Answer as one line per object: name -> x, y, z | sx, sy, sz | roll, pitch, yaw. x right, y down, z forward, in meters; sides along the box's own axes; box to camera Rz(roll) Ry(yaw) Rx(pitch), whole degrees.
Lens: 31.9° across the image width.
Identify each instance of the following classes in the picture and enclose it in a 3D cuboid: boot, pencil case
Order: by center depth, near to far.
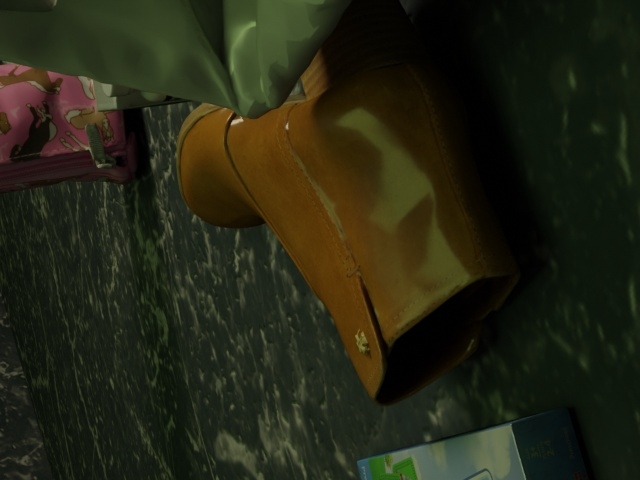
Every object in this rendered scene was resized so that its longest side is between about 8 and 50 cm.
boot -> 0.001, 0.000, 0.654 | 0.295, 0.104, 0.211 | -51, 53, 58
pencil case -> -0.393, -0.105, 1.207 | 0.167, 0.386, 0.160 | -12, 90, 67

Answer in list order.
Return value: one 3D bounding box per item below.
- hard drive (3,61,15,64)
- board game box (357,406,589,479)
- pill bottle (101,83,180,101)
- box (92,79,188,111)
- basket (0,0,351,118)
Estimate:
hard drive -> -0.452, -0.405, 1.487 | 0.237, 0.064, 0.339 | -7, 112, 63
board game box -> 0.090, 0.184, 0.607 | 0.211, 0.039, 0.160 | 140, 117, -65
pill bottle -> -0.105, -0.138, 0.834 | 0.065, 0.116, 0.065 | 169, 90, -69
box -> -0.138, -0.162, 0.925 | 0.087, 0.101, 0.102 | -165, 66, -67
basket -> -0.111, -0.259, 0.428 | 0.331, 0.328, 0.266 | 133, 148, -65
